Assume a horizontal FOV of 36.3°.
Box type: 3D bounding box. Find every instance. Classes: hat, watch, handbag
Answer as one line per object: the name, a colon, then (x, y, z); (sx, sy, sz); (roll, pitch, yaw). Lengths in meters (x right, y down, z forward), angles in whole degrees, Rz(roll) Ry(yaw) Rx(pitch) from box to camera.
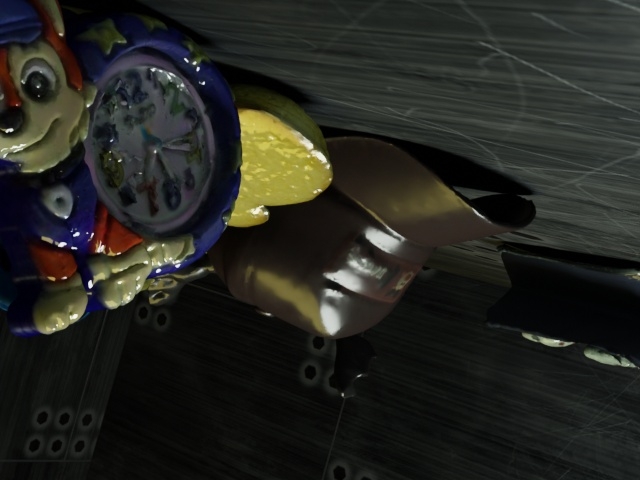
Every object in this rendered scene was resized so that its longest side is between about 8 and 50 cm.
hat: (0.007, 0.025, 0.831); (0.238, 0.209, 0.336); (21, 174, -38)
watch: (-0.162, -0.048, 0.545); (0.200, 0.196, 0.171); (-5, -156, 42)
handbag: (0.417, 0.107, 1.258); (0.329, 0.122, 0.303); (15, 178, -28)

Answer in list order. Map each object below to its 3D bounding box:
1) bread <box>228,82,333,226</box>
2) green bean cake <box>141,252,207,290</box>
bread: (-0.074, -0.081, 0.647); (0.149, 0.065, 0.187); (-11, 141, 43)
green bean cake: (-0.320, -0.043, 1.363); (0.285, 0.202, 0.310); (-14, -165, -32)
